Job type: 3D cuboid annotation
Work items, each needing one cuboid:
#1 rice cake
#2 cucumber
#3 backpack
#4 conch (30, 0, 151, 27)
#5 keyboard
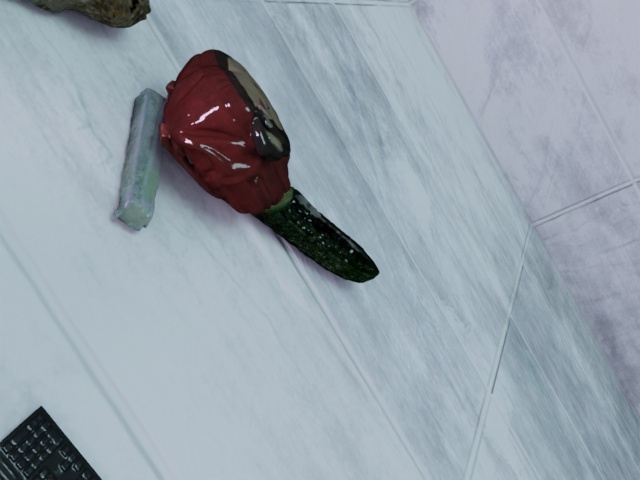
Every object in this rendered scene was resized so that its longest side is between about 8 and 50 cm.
[{"bbox_3d":[-0.219,-0.105,0.719,0.043,0.034,0.211,31,43,-40],"label":"rice cake"},{"bbox_3d":[-0.001,0.000,0.931,0.265,0.077,0.077,41,37,-35],"label":"cucumber"},{"bbox_3d":[-0.119,-0.136,0.794,0.229,0.138,0.229,62,4,-7],"label":"backpack"},{"bbox_3d":[-0.301,-0.344,0.729,0.207,0.130,0.155,-26,76,-36],"label":"conch"},{"bbox_3d":[-0.201,0.241,0.498,0.202,0.011,0.067,57,30,-10],"label":"keyboard"}]
